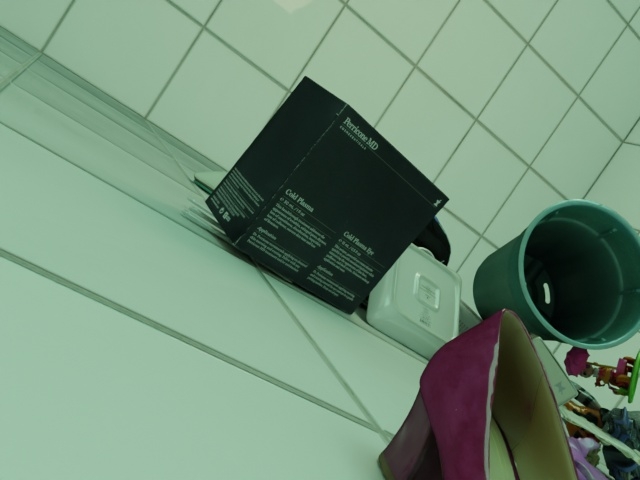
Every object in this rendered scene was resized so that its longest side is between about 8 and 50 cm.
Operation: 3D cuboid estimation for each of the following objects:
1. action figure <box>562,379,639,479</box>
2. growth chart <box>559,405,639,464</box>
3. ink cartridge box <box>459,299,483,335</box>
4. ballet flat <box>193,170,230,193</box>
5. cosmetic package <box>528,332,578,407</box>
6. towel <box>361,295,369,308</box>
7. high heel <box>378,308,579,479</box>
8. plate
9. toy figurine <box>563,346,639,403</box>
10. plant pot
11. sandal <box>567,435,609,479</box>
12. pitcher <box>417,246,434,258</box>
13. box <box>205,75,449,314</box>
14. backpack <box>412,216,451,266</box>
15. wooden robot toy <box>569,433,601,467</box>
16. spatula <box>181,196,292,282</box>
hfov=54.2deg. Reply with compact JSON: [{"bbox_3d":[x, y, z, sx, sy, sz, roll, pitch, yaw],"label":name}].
[{"bbox_3d":[0.667,0.408,1.434,0.330,0.179,0.341,16,-34,35],"label":"action figure"},{"bbox_3d":[0.559,0.389,1.259,0.237,0.021,0.172,30,3,21],"label":"growth chart"},{"bbox_3d":[0.398,0.261,1.728,0.272,0.130,0.309,43,6,14],"label":"ink cartridge box"},{"bbox_3d":[-0.162,-0.109,1.708,0.400,0.139,0.139,35,4,14],"label":"ballet flat"},{"bbox_3d":[0.418,0.283,1.295,0.129,0.153,0.296,59,9,13],"label":"cosmetic package"},{"bbox_3d":[0.099,0.129,1.657,0.312,0.056,0.324,32,6,9],"label":"towel"},{"bbox_3d":[0.159,0.175,0.415,0.127,0.181,0.377,32,4,-25],"label":"high heel"},{"bbox_3d":[0.234,0.126,1.436,0.277,0.045,0.278,33,48,-24],"label":"plate"},{"bbox_3d":[0.658,0.303,1.469,0.159,0.130,0.173,13,-27,31],"label":"toy figurine"},{"bbox_3d":[0.563,0.110,1.551,0.341,0.341,0.334,34,-18,-3],"label":"plant pot"},{"bbox_3d":[0.341,0.310,0.882,0.169,0.102,0.416,37,5,38],"label":"sandal"},{"bbox_3d":[0.185,0.061,1.544,0.207,0.178,0.125,31,-34,-13],"label":"pitcher"},{"bbox_3d":[0.018,-0.077,1.215,0.343,0.312,0.179,35,9,-40],"label":"box"},{"bbox_3d":[0.206,0.002,1.727,0.355,0.290,0.273,36,-12,-21],"label":"backpack"},{"bbox_3d":[0.542,0.436,1.326,0.079,0.076,0.173,23,-5,40],"label":"wooden robot toy"},{"bbox_3d":[-0.163,-0.003,1.215,0.242,0.019,0.168,33,9,-15],"label":"spatula"}]
